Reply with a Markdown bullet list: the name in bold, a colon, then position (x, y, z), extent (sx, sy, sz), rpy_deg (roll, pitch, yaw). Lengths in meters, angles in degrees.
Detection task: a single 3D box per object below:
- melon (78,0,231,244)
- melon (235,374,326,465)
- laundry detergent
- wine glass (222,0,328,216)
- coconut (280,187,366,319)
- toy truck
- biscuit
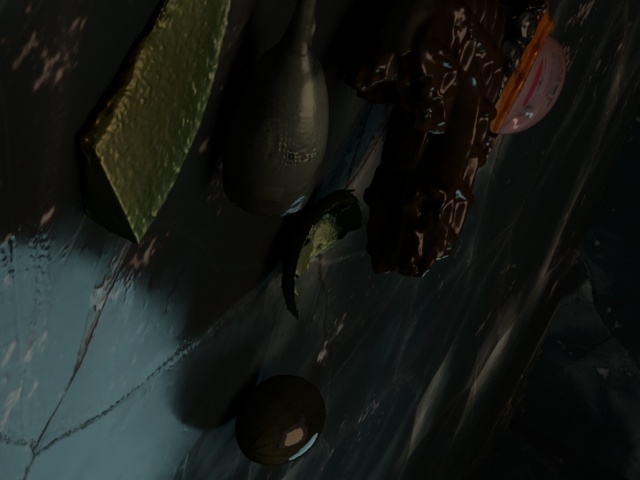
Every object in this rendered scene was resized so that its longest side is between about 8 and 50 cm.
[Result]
- **melon**: position (-0.126, -0.133, 1.415), extent (0.114, 0.053, 0.261), rpy_deg (32, 80, -57)
- **melon**: position (-0.048, 0.210, 2.130), extent (0.131, 0.098, 0.098), rpy_deg (-36, 149, -53)
- **laundry detergent**: position (0.255, -0.216, 2.478), extent (0.159, 0.088, 0.335), rpy_deg (-66, 164, 11)
- **wine glass**: position (-0.043, -0.109, 1.526), extent (0.264, 0.096, 0.309), rpy_deg (-68, 175, -49)
- **coconut**: position (-0.003, -0.001, 2.004), extent (0.158, 0.055, 0.133), rpy_deg (-51, 159, -46)
- **toy truck**: position (0.185, -0.196, 2.228), extent (0.270, 0.114, 0.135), rpy_deg (-61, 161, -18)
- **biscuit**: position (0.118, -0.153, 1.984), extent (0.366, 0.115, 0.268), rpy_deg (88, 23, -47)
